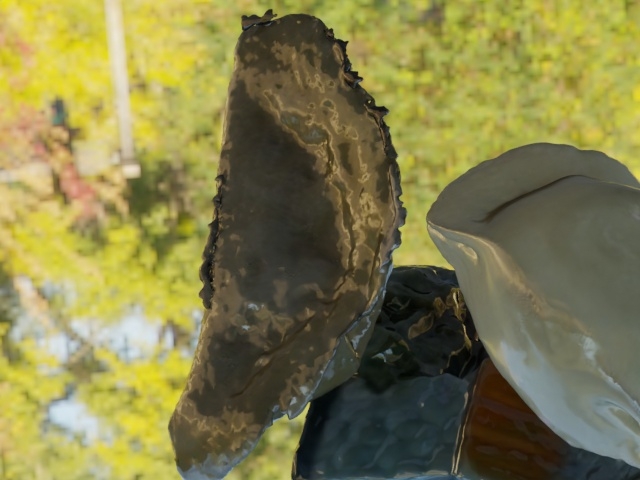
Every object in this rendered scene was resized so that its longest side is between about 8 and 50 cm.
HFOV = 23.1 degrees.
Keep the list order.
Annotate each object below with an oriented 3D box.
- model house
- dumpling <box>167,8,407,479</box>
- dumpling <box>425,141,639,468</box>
[{"bbox_3d":[0.211,0.189,1.102,0.339,0.360,0.297,-5,-135,34],"label":"model house"},{"bbox_3d":[-0.001,0.001,1.039,0.166,0.332,0.086,-2,161,28],"label":"dumpling"},{"bbox_3d":[0.170,0.039,0.906,0.162,0.250,0.132,-23,152,-28],"label":"dumpling"}]
